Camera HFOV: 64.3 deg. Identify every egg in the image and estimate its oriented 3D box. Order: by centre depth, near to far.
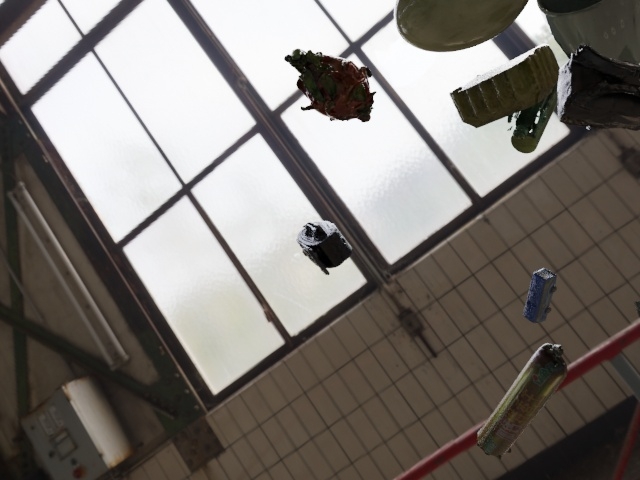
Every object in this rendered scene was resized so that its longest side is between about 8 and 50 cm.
[{"bbox_3d":[0.243,-0.425,0.870,0.253,0.189,0.188,-34,-10,3],"label":"egg"}]

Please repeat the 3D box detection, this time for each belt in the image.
[{"bbox_3d":[0.000,0.001,1.477,0.122,0.128,0.218,-39,16,-7],"label":"belt"}]

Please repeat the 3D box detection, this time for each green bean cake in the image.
[{"bbox_3d":[0.498,-0.409,1.362,0.236,0.124,0.233,-17,15,46],"label":"green bean cake"}]

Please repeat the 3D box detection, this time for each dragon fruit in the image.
[{"bbox_3d":[0.032,-0.422,1.397,0.198,0.200,0.269,-56,-30,12],"label":"dragon fruit"}]

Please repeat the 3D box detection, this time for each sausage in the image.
[{"bbox_3d":[0.418,0.330,1.042,0.082,0.082,0.372,-29,-36,-33],"label":"sausage"}]

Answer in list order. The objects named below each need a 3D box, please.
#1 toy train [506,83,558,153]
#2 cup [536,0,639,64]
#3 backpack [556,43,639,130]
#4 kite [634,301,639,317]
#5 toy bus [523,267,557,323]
[{"bbox_3d":[0.706,-0.440,1.690,0.308,0.126,0.189,-60,-22,-18],"label":"toy train"},{"bbox_3d":[0.580,-0.489,1.060,0.186,0.258,0.234,-14,-33,38],"label":"cup"},{"bbox_3d":[0.474,-0.238,0.842,0.106,0.165,0.120,123,162,-72],"label":"backpack"},{"bbox_3d":[0.599,0.211,0.839,0.015,0.245,0.141,-22,9,-2],"label":"kite"},{"bbox_3d":[0.579,0.149,1.345,0.061,0.051,0.153,-13,-58,-23],"label":"toy bus"}]
